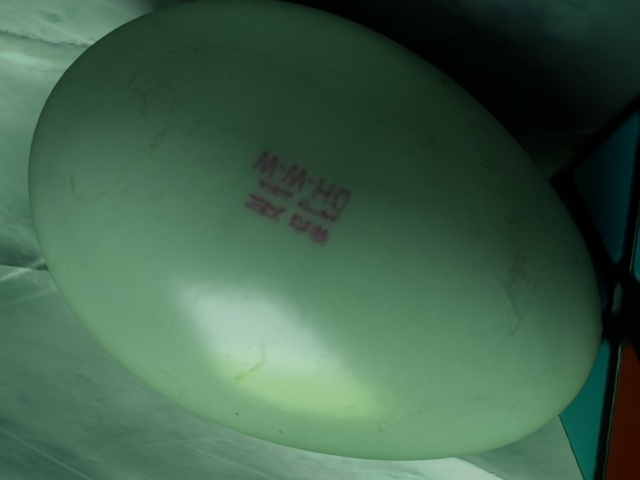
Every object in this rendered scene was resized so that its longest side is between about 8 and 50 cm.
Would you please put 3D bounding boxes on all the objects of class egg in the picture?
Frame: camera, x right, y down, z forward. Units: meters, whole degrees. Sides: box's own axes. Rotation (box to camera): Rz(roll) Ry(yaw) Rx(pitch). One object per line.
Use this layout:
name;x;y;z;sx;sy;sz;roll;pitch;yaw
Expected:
egg;0.000;0.000;0.808;0.264;0.183;0.183;27;154;-9

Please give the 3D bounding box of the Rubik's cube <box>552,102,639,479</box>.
Rubik's cube;0.147;-0.003;0.851;0.234;0.284;0.250;19;140;54
